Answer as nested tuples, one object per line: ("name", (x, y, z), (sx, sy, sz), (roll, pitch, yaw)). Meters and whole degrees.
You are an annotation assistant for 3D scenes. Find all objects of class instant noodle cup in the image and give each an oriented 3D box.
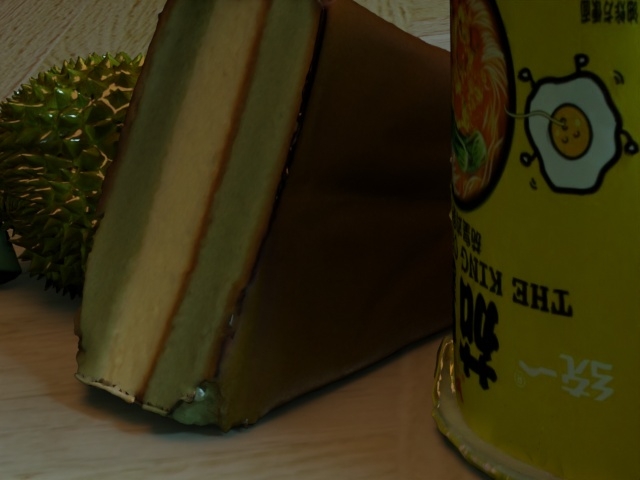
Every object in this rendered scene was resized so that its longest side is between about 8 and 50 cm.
("instant noodle cup", (0.195, -0.052, 0.813), (0.326, 0.254, 0.325), (-8, 20, 3))

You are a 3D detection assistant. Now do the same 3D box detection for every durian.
("durian", (-0.127, -0.049, 1.104), (0.159, 0.146, 0.198), (-24, 24, -37))

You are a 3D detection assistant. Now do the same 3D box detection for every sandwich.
("sandwich", (0.000, 0.000, 0.984), (0.198, 0.227, 0.155), (21, -5, -39))
